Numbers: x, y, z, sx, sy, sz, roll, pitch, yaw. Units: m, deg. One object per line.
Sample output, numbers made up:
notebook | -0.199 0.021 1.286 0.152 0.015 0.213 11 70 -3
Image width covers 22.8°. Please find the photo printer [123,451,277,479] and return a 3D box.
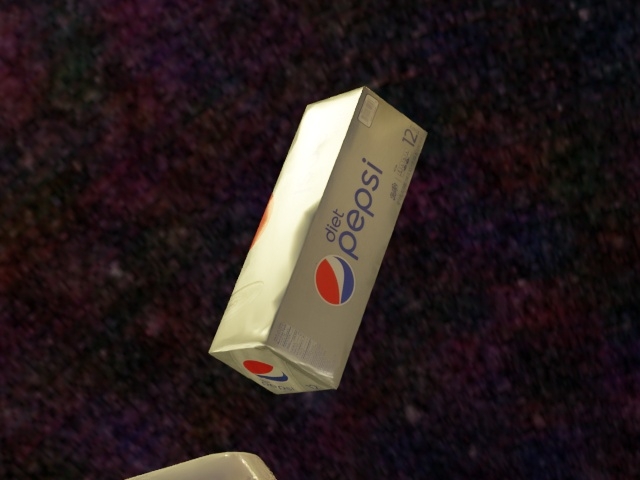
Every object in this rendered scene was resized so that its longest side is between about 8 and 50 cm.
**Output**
photo printer | -0.156 0.344 1.502 0.307 0.107 0.256 -16 54 -1

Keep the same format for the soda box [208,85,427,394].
soda box | 0.000 0.000 1.513 0.098 0.091 0.286 -12 51 52
